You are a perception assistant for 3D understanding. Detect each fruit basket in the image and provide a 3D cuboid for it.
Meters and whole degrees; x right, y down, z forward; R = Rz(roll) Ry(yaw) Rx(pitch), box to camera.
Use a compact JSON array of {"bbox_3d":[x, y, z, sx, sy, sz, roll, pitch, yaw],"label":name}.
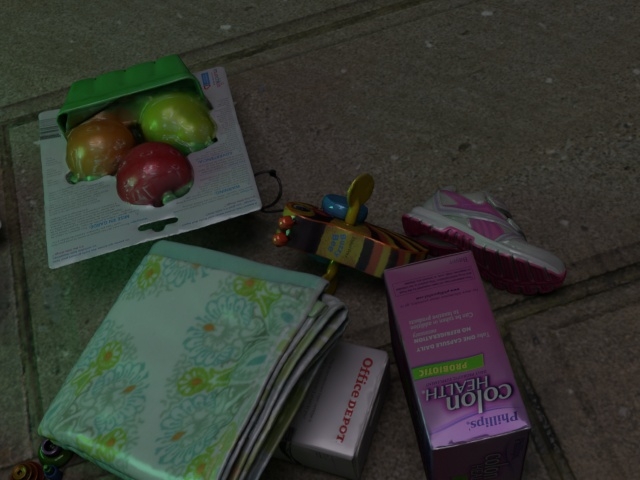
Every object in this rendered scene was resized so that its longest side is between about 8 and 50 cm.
[{"bbox_3d":[-0.278,-0.124,1.423,0.327,0.165,0.353,-17,56,-3],"label":"fruit basket"}]

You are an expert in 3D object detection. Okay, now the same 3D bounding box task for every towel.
[{"bbox_3d":[-0.173,0.164,1.166,0.374,0.090,0.320,11,59,40],"label":"towel"}]

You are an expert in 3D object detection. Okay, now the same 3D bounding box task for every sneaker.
[{"bbox_3d":[0.249,-0.013,1.311,0.252,0.103,0.111,28,66,23],"label":"sneaker"}]

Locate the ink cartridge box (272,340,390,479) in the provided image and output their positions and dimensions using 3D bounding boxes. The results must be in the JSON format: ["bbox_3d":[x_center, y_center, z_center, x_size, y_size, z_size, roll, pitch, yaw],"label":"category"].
[{"bbox_3d":[-0.029,0.212,1.209,0.219,0.092,0.160,13,59,17],"label":"ink cartridge box"}]

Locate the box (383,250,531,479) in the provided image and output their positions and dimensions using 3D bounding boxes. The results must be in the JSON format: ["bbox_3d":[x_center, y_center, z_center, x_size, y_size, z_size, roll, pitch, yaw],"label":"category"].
[{"bbox_3d":[0.166,0.178,1.131,0.117,0.213,0.243,-13,56,-1],"label":"box"}]

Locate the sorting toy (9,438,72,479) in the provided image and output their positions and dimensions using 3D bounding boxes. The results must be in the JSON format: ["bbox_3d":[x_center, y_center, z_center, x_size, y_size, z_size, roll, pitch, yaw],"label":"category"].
[{"bbox_3d":[-0.384,0.306,1.231,0.061,0.042,0.102,28,65,24],"label":"sorting toy"}]

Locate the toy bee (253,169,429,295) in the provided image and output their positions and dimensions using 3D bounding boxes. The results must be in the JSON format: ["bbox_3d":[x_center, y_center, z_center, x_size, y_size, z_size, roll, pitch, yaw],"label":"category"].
[{"bbox_3d":[0.000,0.000,1.305,0.298,0.162,0.195,2,101,19],"label":"toy bee"}]
